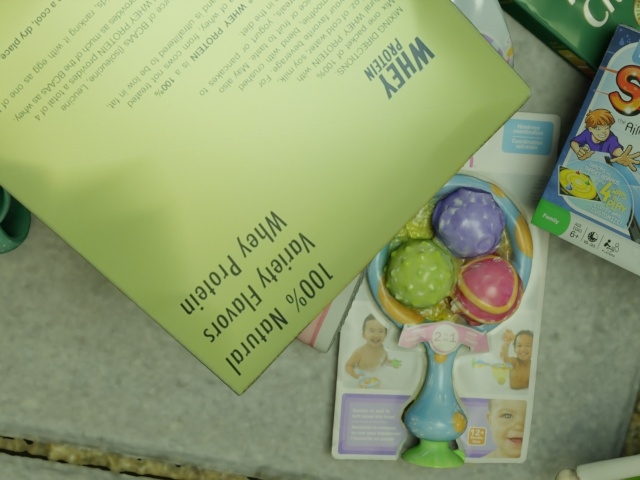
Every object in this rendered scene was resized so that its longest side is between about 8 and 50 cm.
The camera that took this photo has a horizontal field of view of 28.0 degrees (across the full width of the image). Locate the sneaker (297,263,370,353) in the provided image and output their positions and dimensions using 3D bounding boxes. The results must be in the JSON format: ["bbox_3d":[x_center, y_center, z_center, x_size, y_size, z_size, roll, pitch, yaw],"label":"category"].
[{"bbox_3d":[0.000,0.000,0.793,0.070,0.051,0.134,28,113,9],"label":"sneaker"}]

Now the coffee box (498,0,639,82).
[{"bbox_3d":[0.199,-0.155,0.819,0.184,0.040,0.113,38,92,-13],"label":"coffee box"}]

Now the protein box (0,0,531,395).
[{"bbox_3d":[-0.052,-0.078,0.619,0.200,0.136,0.201,-46,107,0],"label":"protein box"}]

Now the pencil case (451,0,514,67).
[{"bbox_3d":[-0.021,-0.083,0.759,0.273,0.113,0.124,-34,85,-2],"label":"pencil case"}]

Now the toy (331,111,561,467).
[{"bbox_3d":[0.086,0.034,0.826,0.137,0.056,0.237,3,99,-11],"label":"toy"}]

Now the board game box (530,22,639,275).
[{"bbox_3d":[0.244,-0.029,0.764,0.201,0.035,0.136,27,105,21],"label":"board game box"}]

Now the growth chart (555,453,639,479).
[{"bbox_3d":[0.290,0.163,0.838,0.237,0.172,0.021,15,64,-24],"label":"growth chart"}]

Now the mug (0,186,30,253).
[{"bbox_3d":[-0.232,-0.064,0.727,0.130,0.157,0.097,5,58,-6],"label":"mug"}]
